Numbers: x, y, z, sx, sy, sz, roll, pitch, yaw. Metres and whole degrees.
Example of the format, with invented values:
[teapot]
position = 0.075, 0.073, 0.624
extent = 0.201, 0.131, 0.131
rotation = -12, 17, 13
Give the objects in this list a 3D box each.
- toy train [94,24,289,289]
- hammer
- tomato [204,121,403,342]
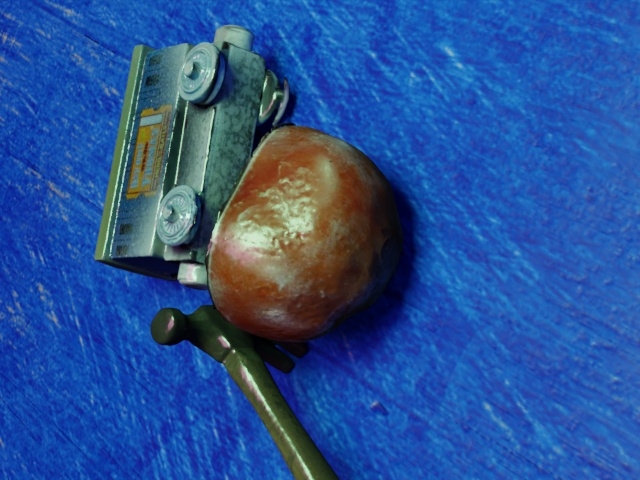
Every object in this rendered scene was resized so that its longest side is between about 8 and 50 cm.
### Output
[toy train]
position = -0.151, -0.094, 1.604
extent = 0.202, 0.131, 0.300
rotation = -2, 74, 49
[hammer]
position = -0.007, 0.229, 1.338
extent = 0.044, 0.168, 0.440
rotation = -53, 53, 26
[tomato]
position = 0.000, 0.000, 1.390
extent = 0.155, 0.181, 0.214
rotation = 15, 73, 28
